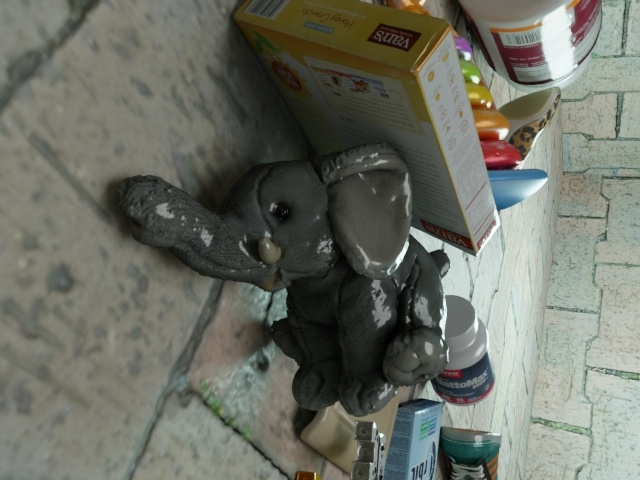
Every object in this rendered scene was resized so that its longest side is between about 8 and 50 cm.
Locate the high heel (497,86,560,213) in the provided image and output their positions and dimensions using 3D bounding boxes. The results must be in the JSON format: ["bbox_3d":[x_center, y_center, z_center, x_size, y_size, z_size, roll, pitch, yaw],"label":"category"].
[{"bbox_3d":[0.398,-0.177,1.171,0.261,0.093,0.186,-41,134,-9],"label":"high heel"}]

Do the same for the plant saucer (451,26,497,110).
[{"bbox_3d":[0.207,-0.228,0.855,0.200,0.037,0.200,38,39,-39],"label":"plant saucer"}]

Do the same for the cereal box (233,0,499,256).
[{"bbox_3d":[0.049,-0.090,0.476,0.047,0.173,0.240,-53,145,-11],"label":"cereal box"}]

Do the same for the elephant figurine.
[{"bbox_3d":[0.000,0.000,0.434,0.239,0.169,0.186,61,10,-24],"label":"elephant figurine"}]

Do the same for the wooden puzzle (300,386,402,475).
[{"bbox_3d":[0.057,0.143,0.678,0.239,0.044,0.221,-67,148,-25],"label":"wooden puzzle"}]

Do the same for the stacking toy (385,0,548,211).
[{"bbox_3d":[0.125,-0.172,0.668,0.165,0.175,0.302,-7,82,-38],"label":"stacking toy"}]

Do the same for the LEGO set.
[{"bbox_3d":[0.019,0.298,0.575,0.093,0.087,0.227,43,49,-61],"label":"LEGO set"}]

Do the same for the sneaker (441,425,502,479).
[{"bbox_3d":[0.293,0.428,1.106,0.302,0.108,0.121,47,48,-57],"label":"sneaker"}]

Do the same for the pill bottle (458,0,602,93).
[{"bbox_3d":[0.388,-0.420,1.049,0.392,0.224,0.224,14,81,-63],"label":"pill bottle"}]

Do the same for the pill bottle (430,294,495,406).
[{"bbox_3d":[0.213,0.172,0.913,0.108,0.108,0.180,-65,146,-36],"label":"pill bottle"}]

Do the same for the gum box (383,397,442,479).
[{"bbox_3d":[0.133,0.333,0.849,0.157,0.041,0.184,22,75,-63],"label":"gum box"}]
